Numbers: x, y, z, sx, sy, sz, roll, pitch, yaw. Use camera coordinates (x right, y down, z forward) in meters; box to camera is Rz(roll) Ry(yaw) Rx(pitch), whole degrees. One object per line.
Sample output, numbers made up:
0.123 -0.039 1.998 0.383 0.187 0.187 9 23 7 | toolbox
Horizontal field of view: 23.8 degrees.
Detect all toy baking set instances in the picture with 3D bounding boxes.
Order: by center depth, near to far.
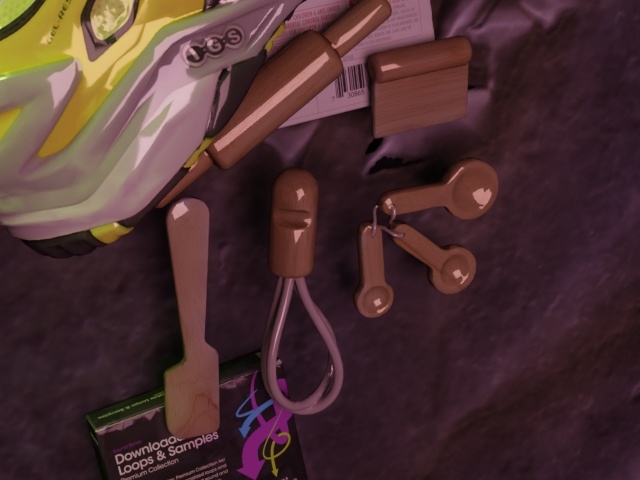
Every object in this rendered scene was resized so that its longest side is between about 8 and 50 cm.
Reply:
-0.002 -0.006 0.825 0.256 0.030 0.197 -37 121 -9 | toy baking set

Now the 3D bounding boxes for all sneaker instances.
-0.051 -0.176 0.683 0.147 0.145 0.385 39 84 -27 | sneaker

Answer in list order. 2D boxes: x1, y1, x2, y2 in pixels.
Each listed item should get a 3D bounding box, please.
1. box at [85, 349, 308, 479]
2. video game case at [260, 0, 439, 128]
-0.062 0.155 0.888 0.116 0.029 0.162 -19 113 -19 | box
-0.056 -0.156 0.790 0.232 0.042 0.210 -16 111 -20 | video game case
